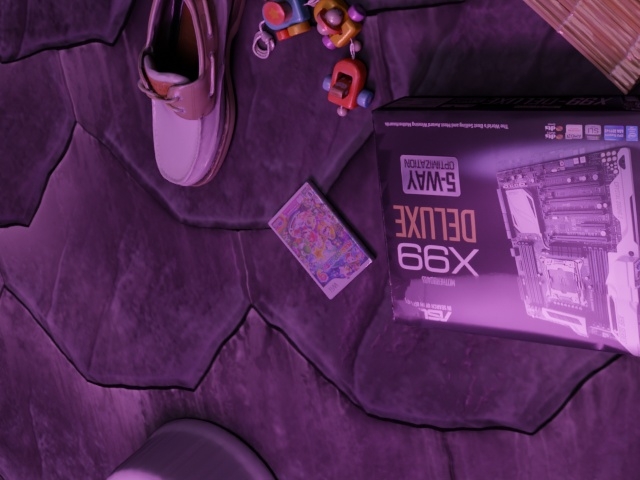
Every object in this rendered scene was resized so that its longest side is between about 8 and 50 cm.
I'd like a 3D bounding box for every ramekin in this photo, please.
[{"bbox_3d":[-0.187,0.402,1.436,0.277,0.135,0.277,13,115,29],"label":"ramekin"}]

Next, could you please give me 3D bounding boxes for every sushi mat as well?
[{"bbox_3d":[0.218,-0.296,0.949,0.316,0.019,0.151,46,126,10],"label":"sushi mat"}]

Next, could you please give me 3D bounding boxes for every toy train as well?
[{"bbox_3d":[-0.013,-0.212,1.125,0.166,0.046,0.125,30,123,21],"label":"toy train"}]

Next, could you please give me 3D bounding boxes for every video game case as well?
[{"bbox_3d":[0.000,0.000,1.224,0.122,0.011,0.087,50,128,7],"label":"video game case"}]

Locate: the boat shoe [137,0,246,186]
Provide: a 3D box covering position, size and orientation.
[{"bbox_3d":[-0.163,-0.196,1.197,0.113,0.103,0.302,23,120,26],"label":"boat shoe"}]

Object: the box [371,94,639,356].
[{"bbox_3d":[0.210,-0.021,1.029,0.308,0.076,0.242,6,112,32],"label":"box"}]
